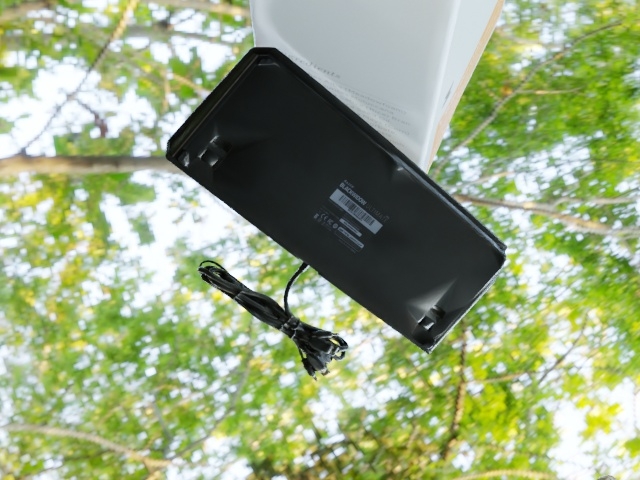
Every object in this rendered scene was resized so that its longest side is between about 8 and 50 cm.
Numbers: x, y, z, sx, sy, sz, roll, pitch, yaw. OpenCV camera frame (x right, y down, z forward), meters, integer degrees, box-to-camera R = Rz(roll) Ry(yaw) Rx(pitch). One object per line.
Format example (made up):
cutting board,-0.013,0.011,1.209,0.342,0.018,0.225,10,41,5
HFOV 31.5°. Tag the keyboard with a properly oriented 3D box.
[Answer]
keyboard,0.000,0.000,0.954,0.201,0.317,0.033,-48,-152,7

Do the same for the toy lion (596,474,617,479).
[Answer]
toy lion,0.188,0.212,0.743,0.034,0.096,0.100,-26,-62,40

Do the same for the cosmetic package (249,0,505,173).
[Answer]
cosmetic package,0.063,-0.231,0.885,0.161,0.453,0.230,23,-106,8
